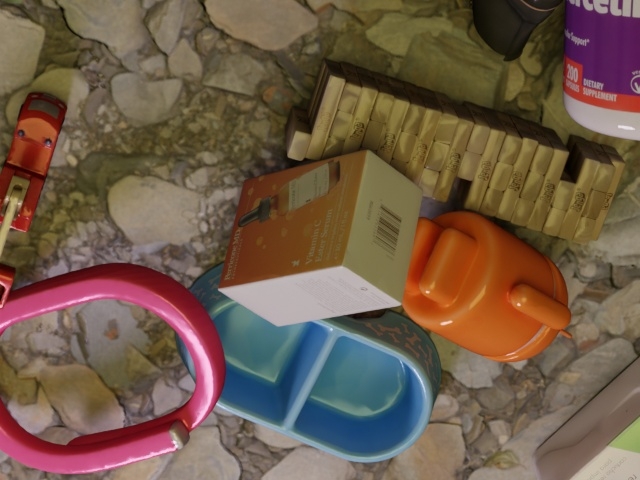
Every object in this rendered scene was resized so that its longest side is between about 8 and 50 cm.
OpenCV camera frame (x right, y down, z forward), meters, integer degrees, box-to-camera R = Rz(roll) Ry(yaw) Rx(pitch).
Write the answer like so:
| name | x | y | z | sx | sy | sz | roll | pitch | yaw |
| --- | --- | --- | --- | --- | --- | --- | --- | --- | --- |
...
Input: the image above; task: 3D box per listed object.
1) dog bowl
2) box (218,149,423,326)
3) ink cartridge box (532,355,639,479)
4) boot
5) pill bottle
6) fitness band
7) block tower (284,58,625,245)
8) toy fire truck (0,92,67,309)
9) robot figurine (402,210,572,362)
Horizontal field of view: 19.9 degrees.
| name | x | y | z | sx | sy | sz | roll | pitch | yaw |
| --- | --- | --- | --- | --- | --- | --- | --- | --- | --- |
| dog bowl | -0.011 | 0.133 | 1.919 | 0.297 | 0.074 | 0.166 | 24 | 107 | -10 |
| box | 0.000 | 0.000 | 1.787 | 0.170 | 0.130 | 0.091 | -12 | 146 | 41 |
| ink cartridge box | 0.425 | 0.303 | 1.973 | 0.353 | 0.119 | 0.207 | 42 | 102 | -15 |
| boot | 0.156 | -0.280 | 1.784 | 0.077 | 0.137 | 0.198 | -19 | 72 | -21 |
| pill bottle | 0.324 | -0.267 | 1.735 | 0.181 | 0.181 | 0.323 | -2 | 109 | -2 |
| fitness band | -0.238 | 0.134 | 1.880 | 0.290 | 0.054 | 0.209 | -16 | 108 | 22 |
| block tower | 0.137 | -0.091 | 1.838 | 0.335 | 0.091 | 0.097 | 15 | 107 | -8 |
| toy fire truck | -0.303 | -0.042 | 1.811 | 0.047 | 0.135 | 0.192 | 18 | 108 | -9 |
| robot figurine | 0.164 | 0.048 | 1.840 | 0.158 | 0.128 | 0.219 | -26 | 144 | 32 |
